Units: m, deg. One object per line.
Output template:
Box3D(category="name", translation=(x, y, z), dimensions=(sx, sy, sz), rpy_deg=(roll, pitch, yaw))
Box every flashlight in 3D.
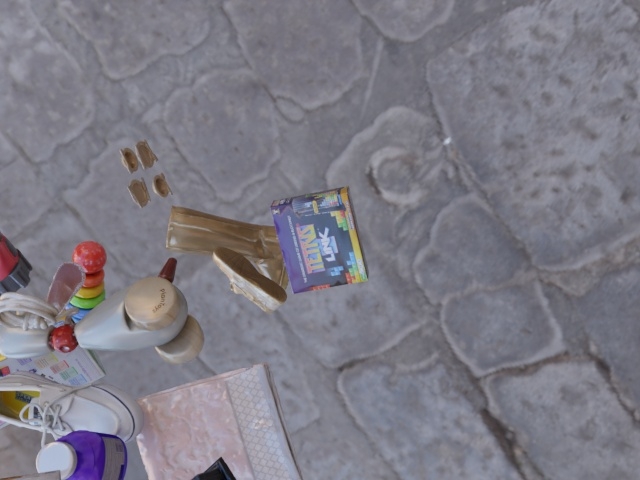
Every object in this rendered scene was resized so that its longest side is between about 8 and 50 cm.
Box3D(category="flashlight", translation=(-0.634, -0.021, 1.560), dimensions=(0.103, 0.103, 0.304), rpy_deg=(6, 142, 33))

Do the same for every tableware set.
Box3D(category="tableware set", translation=(-0.394, -0.151, 1.968), dimensions=(0.020, 0.169, 0.141), rpy_deg=(-19, 98, 21))

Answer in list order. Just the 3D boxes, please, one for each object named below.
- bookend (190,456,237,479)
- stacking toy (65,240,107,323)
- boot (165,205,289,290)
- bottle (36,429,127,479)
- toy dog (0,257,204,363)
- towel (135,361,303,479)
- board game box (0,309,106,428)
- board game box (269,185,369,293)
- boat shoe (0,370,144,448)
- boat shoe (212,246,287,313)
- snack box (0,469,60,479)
Box3D(category="bookend", translation=(-0.196, 0.473, 1.533), dimensions=(0.072, 0.156, 0.157), rpy_deg=(-45, 68, 19))
Box3D(category="stacking toy", translation=(-0.640, 0.142, 2.410), dimensions=(0.141, 0.141, 0.330), rpy_deg=(30, 129, 15))
Box3D(category="boot", translation=(-0.193, 0.021, 1.872), dimensions=(0.270, 0.089, 0.236), rpy_deg=(7, 140, -10))
Box3D(category="bottle", translation=(-0.440, 0.412, 1.634), dimensions=(0.092, 0.118, 0.283), rpy_deg=(1, 166, 6))
Box3D(category="toy dog", translation=(-0.350, 0.103, 1.432), dimensions=(0.334, 0.160, 0.220), rpy_deg=(7, 144, -11))
Box3D(category="towel", translation=(-0.214, 0.453, 1.868), dimensions=(0.053, 0.317, 0.331), rpy_deg=(90, 162, -73))
Box3D(category="board game box", translation=(-0.693, 0.310, 2.063), dimensions=(0.064, 0.317, 0.242), rpy_deg=(56, 167, 36))
Box3D(category="board game box", translation=(0.000, 0.000, 1.564), dimensions=(0.141, 0.048, 0.170), rpy_deg=(-12, 108, 8))
Box3D(category="boat shoe", translation=(-0.551, 0.352, 1.812), dimensions=(0.367, 0.156, 0.135), rpy_deg=(12, 101, 21))
Box3D(category="boat shoe", translation=(-0.148, 0.082, 1.717), dimensions=(0.170, 0.063, 0.059), rpy_deg=(39, 121, 1))
Box3D(category="snack box", translation=(-0.509, 0.399, 1.414), dimensions=(0.064, 0.178, 0.022), rpy_deg=(-167, 72, -74))
